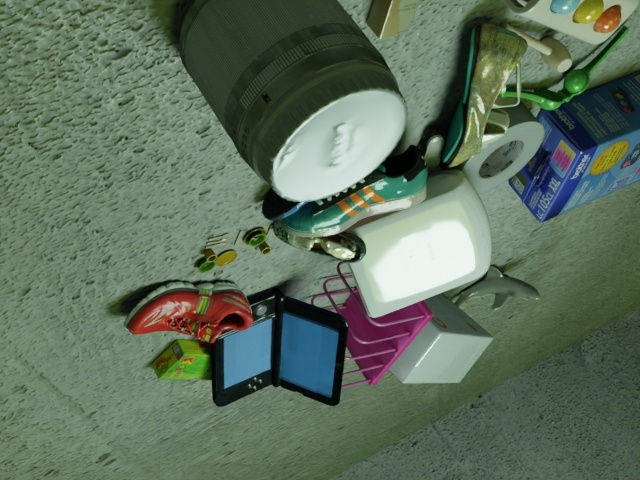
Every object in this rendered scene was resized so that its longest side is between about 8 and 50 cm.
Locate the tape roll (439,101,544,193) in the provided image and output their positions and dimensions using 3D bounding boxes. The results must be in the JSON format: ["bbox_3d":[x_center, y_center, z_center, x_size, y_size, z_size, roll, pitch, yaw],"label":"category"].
[{"bbox_3d":[0.363,-0.195,1.790,0.219,0.072,0.219,-26,152,-15],"label":"tape roll"}]

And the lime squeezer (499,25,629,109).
[{"bbox_3d":[0.501,-0.336,1.746,0.311,0.059,0.109,-27,122,-8],"label":"lime squeezer"}]

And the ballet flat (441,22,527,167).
[{"bbox_3d":[0.306,-0.250,1.570,0.123,0.123,0.348,-23,149,-19],"label":"ballet flat"}]

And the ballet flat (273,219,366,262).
[{"bbox_3d":[0.000,0.000,1.634,0.189,0.070,0.070,13,141,-5],"label":"ballet flat"}]

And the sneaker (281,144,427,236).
[{"bbox_3d":[0.062,-0.104,1.604,0.302,0.108,0.121,-19,131,-15],"label":"sneaker"}]

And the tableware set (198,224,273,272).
[{"bbox_3d":[-0.162,0.021,1.639,0.154,0.024,0.104,-13,147,-35],"label":"tableware set"}]

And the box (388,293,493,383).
[{"bbox_3d":[0.271,0.247,2.231,0.168,0.215,0.345,-55,148,13],"label":"box"}]

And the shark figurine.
[{"bbox_3d":[0.479,0.134,2.465,0.278,0.166,0.116,-15,127,3],"label":"shark figurine"}]

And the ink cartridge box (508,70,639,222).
[{"bbox_3d":[0.613,-0.208,1.957,0.396,0.151,0.270,-20,150,-20],"label":"ink cartridge box"}]

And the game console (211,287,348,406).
[{"bbox_3d":[-0.096,0.273,1.884,0.250,0.173,0.293,-21,134,-29],"label":"game console"}]

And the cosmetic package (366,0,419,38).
[{"bbox_3d":[0.116,-0.366,1.277,0.060,0.041,0.115,-20,150,-25],"label":"cosmetic package"}]

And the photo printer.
[{"bbox_3d":[0.201,0.003,1.757,0.308,0.107,0.256,-21,122,1],"label":"photo printer"}]

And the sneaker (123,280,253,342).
[{"bbox_3d":[-0.246,0.150,1.656,0.279,0.118,0.107,-7,142,-41],"label":"sneaker"}]

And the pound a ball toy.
[{"bbox_3d":[0.415,-0.390,1.455,0.319,0.135,0.208,2,137,-48],"label":"pound a ball toy"}]

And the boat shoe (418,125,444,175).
[{"bbox_3d":[0.217,-0.178,1.700,0.046,0.038,0.125,-5,145,-10],"label":"boat shoe"}]

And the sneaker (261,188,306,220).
[{"bbox_3d":[-0.013,-0.102,1.542,0.209,0.069,0.082,-41,149,14],"label":"sneaker"}]

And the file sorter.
[{"bbox_3d":[0.080,0.197,1.994,0.182,0.202,0.290,-7,143,-38],"label":"file sorter"}]

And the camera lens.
[{"bbox_3d":[-0.041,-0.215,1.102,0.220,0.274,0.219,-26,152,-15],"label":"camera lens"}]

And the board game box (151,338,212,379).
[{"bbox_3d":[-0.281,0.270,1.899,0.092,0.043,0.181,-44,151,19],"label":"board game box"}]
